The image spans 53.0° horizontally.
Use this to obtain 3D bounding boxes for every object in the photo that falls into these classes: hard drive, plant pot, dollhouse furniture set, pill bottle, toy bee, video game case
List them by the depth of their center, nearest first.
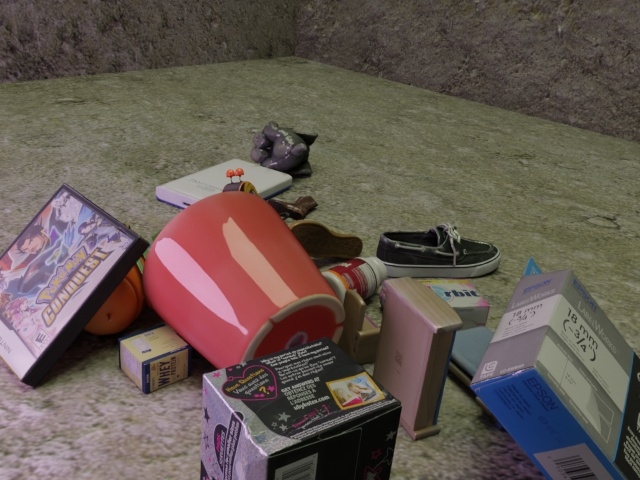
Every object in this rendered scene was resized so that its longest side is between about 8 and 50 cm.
[{"bbox_3d":[-0.107,0.095,1.024,0.275,0.274,0.243,-14,41,-37],"label":"plant pot"},{"bbox_3d":[-0.439,0.059,1.041,0.248,0.035,0.274,29,77,36],"label":"video game case"},{"bbox_3d":[0.230,0.140,1.051,0.304,0.198,0.286,-7,28,-26],"label":"dollhouse furniture set"},{"bbox_3d":[0.061,0.083,1.263,0.086,0.086,0.152,25,30,34],"label":"pill bottle"},{"bbox_3d":[-0.198,-0.069,1.427,0.195,0.162,0.298,-13,18,11],"label":"toy bee"},{"bbox_3d":[-0.251,-0.143,1.720,0.210,0.040,0.319,19,28,25],"label":"hard drive"}]

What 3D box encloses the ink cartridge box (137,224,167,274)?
[{"bbox_3d":[-0.247,0.034,1.169,0.109,0.062,0.209,59,16,18],"label":"ink cartridge box"}]

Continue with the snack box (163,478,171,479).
[{"bbox_3d":[-0.213,0.355,0.642,0.207,0.070,0.174,-10,30,-33],"label":"snack box"}]

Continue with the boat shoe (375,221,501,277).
[{"bbox_3d":[0.270,0.013,1.434,0.307,0.104,0.113,0,26,-12],"label":"boat shoe"}]

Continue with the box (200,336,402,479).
[{"bbox_3d":[-0.033,0.255,0.687,0.163,0.247,0.142,-11,29,-33],"label":"box"}]

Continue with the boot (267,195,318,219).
[{"bbox_3d":[-0.070,-0.096,1.667,0.107,0.037,0.114,26,32,10],"label":"boot"}]

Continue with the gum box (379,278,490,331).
[{"bbox_3d":[0.212,0.126,1.232,0.189,0.062,0.107,0,26,-13],"label":"gum box"}]

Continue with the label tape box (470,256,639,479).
[{"bbox_3d":[0.370,0.174,0.913,0.240,0.106,0.333,50,43,-6],"label":"label tape box"}]

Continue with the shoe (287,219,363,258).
[{"bbox_3d":[0.000,0.000,1.403,0.219,0.076,0.058,16,4,-43],"label":"shoe"}]

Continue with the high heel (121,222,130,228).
[{"bbox_3d":[-0.454,0.049,1.191,0.261,0.093,0.186,-27,31,-24],"label":"high heel"}]

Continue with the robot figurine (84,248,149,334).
[{"bbox_3d":[-0.356,0.081,1.120,0.158,0.128,0.219,44,24,-10],"label":"robot figurine"}]

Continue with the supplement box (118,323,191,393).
[{"bbox_3d":[-0.260,0.184,1.008,0.083,0.056,0.083,-17,34,-40],"label":"supplement box"}]

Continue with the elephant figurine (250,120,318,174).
[{"bbox_3d":[-0.080,-0.272,1.924,0.186,0.169,0.239,53,28,20],"label":"elephant figurine"}]
